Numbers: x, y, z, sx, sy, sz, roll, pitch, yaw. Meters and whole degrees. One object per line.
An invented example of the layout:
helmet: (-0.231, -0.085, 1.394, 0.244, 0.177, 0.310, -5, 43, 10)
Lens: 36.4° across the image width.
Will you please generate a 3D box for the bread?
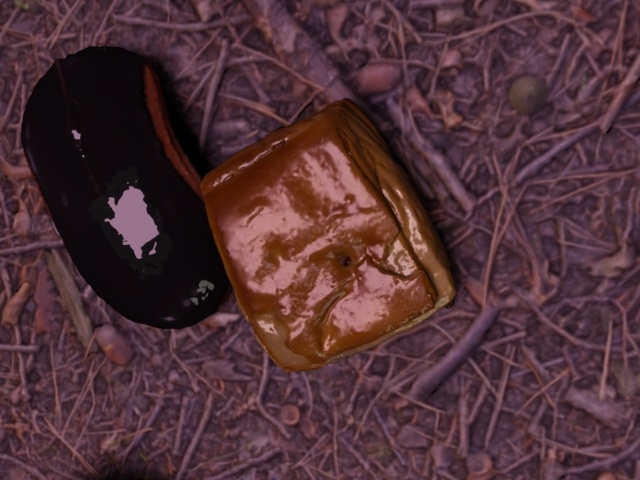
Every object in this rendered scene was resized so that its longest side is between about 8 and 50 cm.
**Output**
bread: (0.000, 0.000, 0.954, 0.210, 0.099, 0.235, -27, 93, 12)

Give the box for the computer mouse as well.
computer mouse: (-0.207, -0.055, 1.039, 0.183, 0.116, 0.323, -29, 88, 17)
